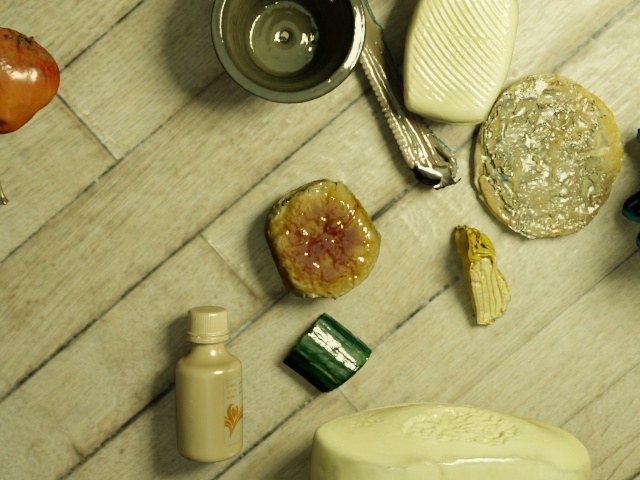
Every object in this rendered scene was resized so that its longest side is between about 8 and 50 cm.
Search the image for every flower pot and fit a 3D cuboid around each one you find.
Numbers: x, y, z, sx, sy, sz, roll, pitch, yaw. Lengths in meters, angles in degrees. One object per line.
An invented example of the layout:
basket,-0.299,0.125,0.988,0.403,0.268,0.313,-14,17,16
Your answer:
flower pot,-0.051,-0.330,1.437,0.235,0.148,0.235,0,96,-4

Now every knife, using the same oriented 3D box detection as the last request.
knife,0.124,-0.245,1.520,0.089,0.043,0.365,-33,98,-32

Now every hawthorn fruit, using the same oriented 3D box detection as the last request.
hawthorn fruit,-0.513,-0.198,1.450,0.165,0.165,0.285,17,120,-6

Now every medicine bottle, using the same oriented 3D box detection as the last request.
medicine bottle,-0.188,0.237,1.528,0.114,0.114,0.252,-1,98,-4

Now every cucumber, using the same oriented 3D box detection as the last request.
cucumber,0.011,0.200,1.565,0.115,0.062,0.116,40,92,-5

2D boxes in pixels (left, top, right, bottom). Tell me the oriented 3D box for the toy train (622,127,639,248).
toy train,0.635,-0.078,1.454,0.265,0.300,0.188,6,113,8

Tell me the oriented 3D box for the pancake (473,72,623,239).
pancake,0.384,-0.143,1.547,0.282,0.049,0.282,-1,99,-4

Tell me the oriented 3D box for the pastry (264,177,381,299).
pastry,0.000,0.000,1.517,0.182,0.093,0.192,-32,95,2

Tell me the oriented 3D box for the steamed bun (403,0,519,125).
steamed bun,0.221,-0.312,1.465,0.170,0.152,0.238,12,107,3

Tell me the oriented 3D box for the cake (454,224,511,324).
cake,0.285,0.059,1.541,0.080,0.116,0.185,-12,94,-4

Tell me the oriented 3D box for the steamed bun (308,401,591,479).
steamed bun,0.194,0.455,1.504,0.456,0.290,0.371,3,103,-7
